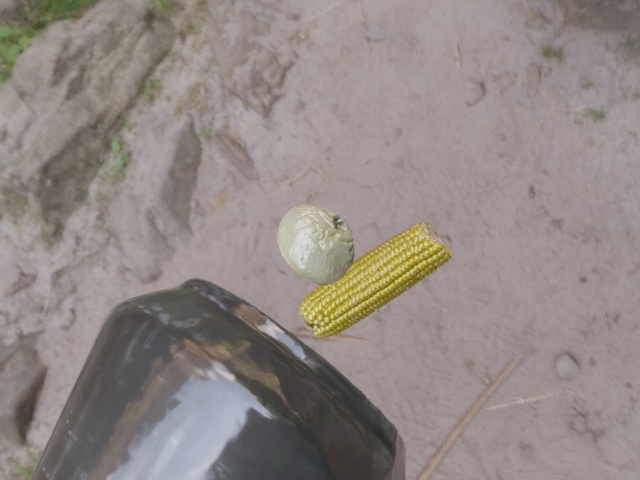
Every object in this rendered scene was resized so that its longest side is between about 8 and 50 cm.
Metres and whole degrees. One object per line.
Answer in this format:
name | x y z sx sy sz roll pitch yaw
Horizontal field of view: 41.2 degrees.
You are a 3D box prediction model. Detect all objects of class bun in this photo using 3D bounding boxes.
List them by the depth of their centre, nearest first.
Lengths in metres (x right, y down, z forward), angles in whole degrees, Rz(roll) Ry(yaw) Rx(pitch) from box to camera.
bun | 0.000 0.000 1.090 0.069 0.115 0.115 -45 60 29

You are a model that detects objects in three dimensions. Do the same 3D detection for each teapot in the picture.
teapot | -0.099 0.260 0.670 0.376 0.306 0.362 32 73 23

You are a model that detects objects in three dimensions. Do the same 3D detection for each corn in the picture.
corn | 0.076 0.060 1.255 0.248 0.081 0.081 -35 63 18
